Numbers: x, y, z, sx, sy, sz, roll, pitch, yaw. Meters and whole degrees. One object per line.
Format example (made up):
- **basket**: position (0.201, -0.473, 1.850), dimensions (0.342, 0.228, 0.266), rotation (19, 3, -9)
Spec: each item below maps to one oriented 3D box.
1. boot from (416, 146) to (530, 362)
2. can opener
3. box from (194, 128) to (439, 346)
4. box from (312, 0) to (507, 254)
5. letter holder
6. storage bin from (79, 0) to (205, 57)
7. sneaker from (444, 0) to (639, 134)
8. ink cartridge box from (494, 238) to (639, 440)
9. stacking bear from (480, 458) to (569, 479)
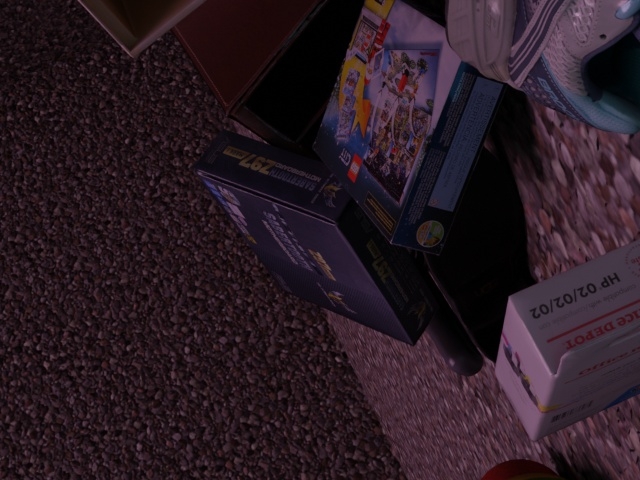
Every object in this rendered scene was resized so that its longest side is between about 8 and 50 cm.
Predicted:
- **boot**: position (0.107, -0.023, 1.139), dimensions (0.229, 0.091, 0.263), rotation (-122, 9, -54)
- **can opener**: position (0.131, 0.035, 1.365), dimensions (0.095, 0.076, 0.283), rotation (27, -154, -44)
- **box**: position (0.000, 0.000, 1.215), dimensions (0.183, 0.059, 0.232), rotation (21, 158, 34)
- **box**: position (0.067, -0.107, 0.992), dimensions (0.233, 0.044, 0.159), rotation (-124, 51, -63)
- **letter holder**: position (-0.012, -0.226, 1.287), dimensions (0.152, 0.214, 0.302), rotation (33, -169, -29)
- **storage bin**: position (-0.138, -0.337, 0.976), dimensions (0.260, 0.262, 0.123), rotation (47, -169, -39)
- **sneaker**: position (0.128, -0.155, 0.544), dimensions (0.122, 0.110, 0.283), rotation (43, 165, 28)
- **ink cartridge box**: position (0.175, 0.059, 0.785), dimensions (0.181, 0.104, 0.061), rotation (82, 163, -65)
- **stacking bear**: position (0.212, 0.299, 1.177), dimensions (0.289, 0.175, 0.164), rotation (-103, -11, -82)
